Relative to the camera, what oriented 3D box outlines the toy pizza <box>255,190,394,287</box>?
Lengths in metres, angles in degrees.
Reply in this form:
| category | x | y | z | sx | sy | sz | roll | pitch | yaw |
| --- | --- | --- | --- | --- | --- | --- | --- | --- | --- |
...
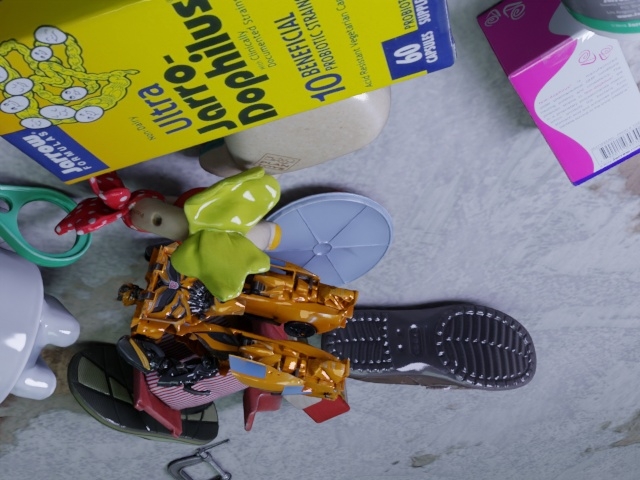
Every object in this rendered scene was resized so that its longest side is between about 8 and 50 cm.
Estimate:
| category | x | y | z | sx | sy | sz | roll | pitch | yaw |
| --- | --- | --- | --- | --- | --- | --- | --- | --- | --- |
| toy pizza | 0.000 | 0.000 | 1.067 | 0.202 | 0.032 | 0.201 | -9 | 141 | -8 |

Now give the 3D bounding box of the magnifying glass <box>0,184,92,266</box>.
| category | x | y | z | sx | sy | sz | roll | pitch | yaw |
| --- | --- | --- | --- | --- | --- | --- | --- | --- | --- |
| magnifying glass | -0.363 | -0.043 | 0.874 | 0.231 | 0.092 | 0.026 | 27 | 140 | -26 |

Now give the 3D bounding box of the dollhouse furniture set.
| category | x | y | z | sx | sy | sz | roll | pitch | yaw |
| --- | --- | --- | --- | --- | --- | --- | --- | --- | --- |
| dollhouse furniture set | -0.103 | 0.227 | 1.203 | 0.201 | 0.152 | 0.374 | -24 | 139 | 10 |

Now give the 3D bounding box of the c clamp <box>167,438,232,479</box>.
| category | x | y | z | sx | sy | sz | roll | pitch | yaw |
| --- | --- | --- | --- | --- | --- | --- | --- | --- | --- |
| c clamp | -0.219 | 0.443 | 1.519 | 0.137 | 0.022 | 0.160 | -15 | 140 | 0 |

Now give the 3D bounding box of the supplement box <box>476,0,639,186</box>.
| category | x | y | z | sx | sy | sz | roll | pitch | yaw |
| --- | --- | --- | --- | --- | --- | --- | --- | --- | --- |
| supplement box | 0.281 | -0.179 | 0.885 | 0.111 | 0.113 | 0.220 | -30 | 139 | 18 |

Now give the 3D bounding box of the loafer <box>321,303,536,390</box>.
| category | x | y | z | sx | sy | sz | roll | pitch | yaw |
| --- | --- | --- | --- | --- | --- | --- | --- | --- | --- |
| loafer | 0.169 | 0.172 | 1.269 | 0.366 | 0.133 | 0.130 | 9 | 162 | -13 |

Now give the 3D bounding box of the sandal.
| category | x | y | z | sx | sy | sz | roll | pitch | yaw |
| --- | --- | --- | --- | --- | --- | --- | --- | --- | --- |
| sandal | -0.278 | 0.261 | 1.224 | 0.086 | 0.120 | 0.303 | -19 | 142 | 27 |

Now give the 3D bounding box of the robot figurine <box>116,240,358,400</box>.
| category | x | y | z | sx | sy | sz | roll | pitch | yaw |
| --- | --- | --- | --- | --- | --- | --- | --- | --- | --- |
| robot figurine | -0.104 | 0.092 | 0.974 | 0.291 | 0.211 | 0.085 | 15 | 145 | -10 |

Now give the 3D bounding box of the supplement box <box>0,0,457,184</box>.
| category | x | y | z | sx | sy | sz | roll | pitch | yaw |
| --- | --- | --- | --- | --- | --- | --- | --- | --- | --- |
| supplement box | -0.097 | -0.209 | 0.612 | 0.357 | 0.195 | 0.194 | -16 | 158 | 9 |

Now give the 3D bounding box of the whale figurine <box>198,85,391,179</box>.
| category | x | y | z | sx | sy | sz | roll | pitch | yaw |
| --- | --- | --- | --- | --- | --- | --- | --- | --- | --- |
| whale figurine | -0.041 | -0.150 | 0.830 | 0.217 | 0.141 | 0.272 | 6 | 160 | -23 |

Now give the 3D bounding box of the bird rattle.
| category | x | y | z | sx | sy | sz | roll | pitch | yaw |
| --- | --- | --- | --- | --- | --- | --- | --- | --- | --- |
| bird rattle | -0.157 | -0.016 | 0.896 | 0.254 | 0.142 | 0.207 | 7 | 180 | 25 |

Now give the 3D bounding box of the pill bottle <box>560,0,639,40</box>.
| category | x | y | z | sx | sy | sz | roll | pitch | yaw |
| --- | --- | --- | --- | --- | --- | --- | --- | --- | --- |
| pill bottle | 0.220 | -0.339 | 0.610 | 0.204 | 0.204 | 0.361 | -33 | 136 | 21 |

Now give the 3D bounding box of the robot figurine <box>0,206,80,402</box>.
| category | x | y | z | sx | sy | sz | roll | pitch | yaw |
| --- | --- | --- | --- | --- | --- | --- | --- | --- | --- |
| robot figurine | -0.460 | 0.081 | 0.885 | 0.354 | 0.200 | 0.299 | 25 | 86 | -38 |
